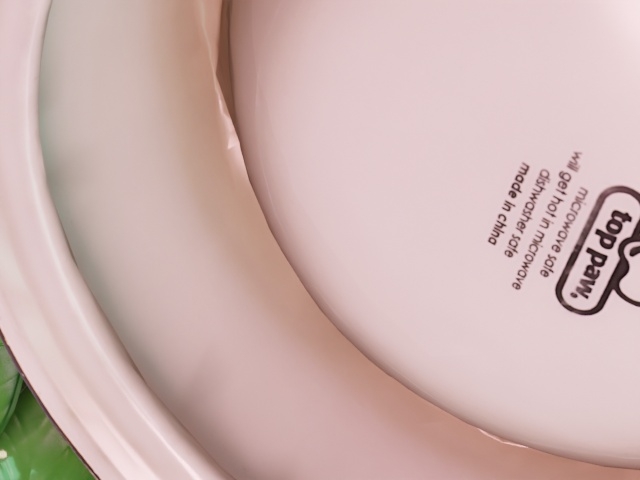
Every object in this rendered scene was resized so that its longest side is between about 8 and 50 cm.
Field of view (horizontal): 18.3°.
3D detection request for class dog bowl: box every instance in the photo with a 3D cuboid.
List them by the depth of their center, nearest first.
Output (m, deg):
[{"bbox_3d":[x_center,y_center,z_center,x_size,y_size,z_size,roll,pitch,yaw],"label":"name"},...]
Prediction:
[{"bbox_3d":[0.085,-0.024,0.648,0.408,0.408,0.150,-58,177,41],"label":"dog bowl"}]

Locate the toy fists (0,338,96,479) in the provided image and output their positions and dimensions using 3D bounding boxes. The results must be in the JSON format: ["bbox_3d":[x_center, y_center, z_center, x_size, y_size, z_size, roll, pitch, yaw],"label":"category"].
[{"bbox_3d":[-0.160,0.071,0.857,0.142,0.096,0.279,-27,150,5],"label":"toy fists"}]
